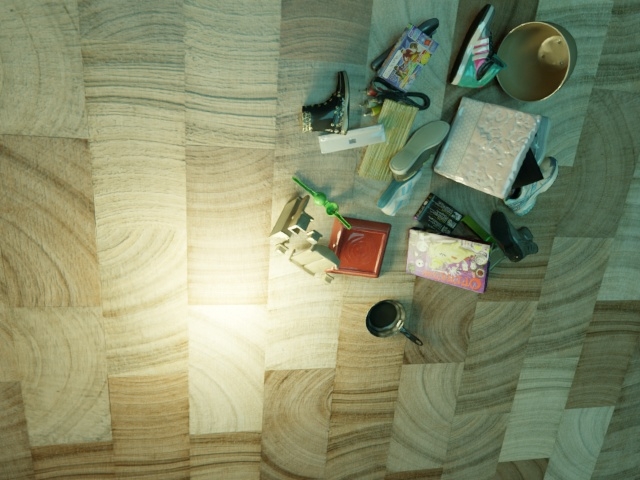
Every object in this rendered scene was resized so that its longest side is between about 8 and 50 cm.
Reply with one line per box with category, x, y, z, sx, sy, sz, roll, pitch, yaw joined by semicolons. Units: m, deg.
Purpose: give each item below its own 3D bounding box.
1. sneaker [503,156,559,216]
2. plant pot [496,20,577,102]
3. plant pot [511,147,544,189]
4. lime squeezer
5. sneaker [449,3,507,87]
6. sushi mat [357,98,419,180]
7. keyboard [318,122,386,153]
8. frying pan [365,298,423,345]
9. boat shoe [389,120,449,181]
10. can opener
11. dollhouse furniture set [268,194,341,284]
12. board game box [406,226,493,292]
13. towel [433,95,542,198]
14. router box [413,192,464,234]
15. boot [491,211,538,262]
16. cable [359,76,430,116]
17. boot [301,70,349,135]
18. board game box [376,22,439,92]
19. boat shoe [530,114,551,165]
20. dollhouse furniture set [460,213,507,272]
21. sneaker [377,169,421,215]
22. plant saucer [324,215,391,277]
sneaker;0.907;-0.247;1.914;0.122;0.110;0.283;29;101;-15
plant pot;0.847;-0.692;1.688;0.191;0.284;0.284;-28;114;-30
plant pot;0.773;-0.310;1.833;0.167;0.188;0.187;-32;112;11
lime squeezer;0.010;-0.145;1.778;0.310;0.110;0.059;43;115;10
sneaker;0.633;-0.715;1.683;0.178;0.124;0.295;18;112;-7
sushi mat;0.265;-0.388;1.750;0.151;0.019;0.316;8;116;-25
keyboard;0.122;-0.395;1.720;0.256;0.014;0.072;-9;117;10
frying pan;0.354;0.367;2.040;0.326;0.053;0.197;14;105;-17
boat shoe;0.400;-0.359;1.779;0.305;0.109;0.091;-43;147;-9
can opener;0.309;-0.724;1.643;0.280;0.093;0.074;-39;75;8
dollhouse furniture set;0.000;0.000;1.759;0.356;0.303;0.173;35;61;-21
board game box;0.527;0.075;1.850;0.056;0.347;0.208;-27;122;-47
towel;0.646;-0.372;1.747;0.317;0.053;0.331;26;105;24
router box;0.510;-0.104;1.914;0.179;0.046;0.133;31;100;-19
boot;0.874;-0.031;1.996;0.161;0.083;0.246;-23;87;-32
cable;0.287;-0.561;1.727;0.287;0.072;0.139;-9;93;-21
boot;0.018;-0.514;1.659;0.179;0.085;0.236;0;97;0
board game box;0.317;-0.661;1.614;0.136;0.035;0.201;20;118;-30
boat shoe;0.898;-0.415;1.861;0.081;0.079;0.227;14;87;-6
dollhouse furniture set;0.684;0.048;1.988;0.197;0.151;0.301;-47;140;13
sneaker;0.337;-0.205;1.834;0.092;0.087;0.228;36;100;-36
plant saucer;0.164;0.039;1.895;0.259;0.048;0.258;8;107;-14
